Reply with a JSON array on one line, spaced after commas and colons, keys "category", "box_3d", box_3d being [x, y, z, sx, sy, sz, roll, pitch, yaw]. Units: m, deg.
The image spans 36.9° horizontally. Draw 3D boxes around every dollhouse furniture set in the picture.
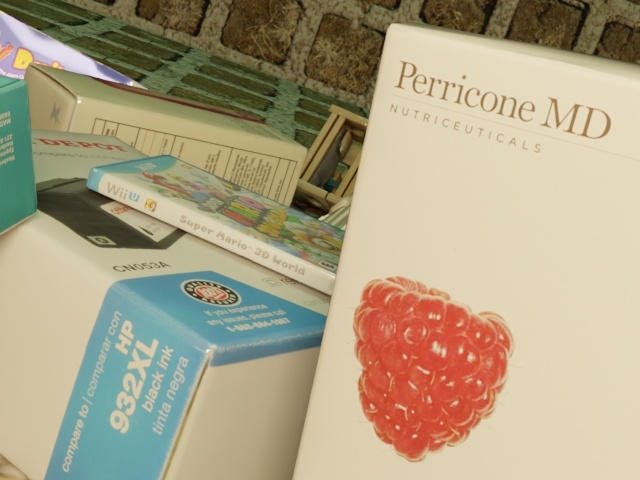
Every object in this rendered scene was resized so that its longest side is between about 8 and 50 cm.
[{"category": "dollhouse furniture set", "box_3d": [0.055, -0.074, 1.353, 0.129, 0.129, 0.183, 26, -14, 19]}]

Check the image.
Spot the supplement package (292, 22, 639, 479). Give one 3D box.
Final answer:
[{"category": "supplement package", "box_3d": [0.111, 0.066, 0.438, 0.177, 0.293, 0.175, 20, 17, 29]}]

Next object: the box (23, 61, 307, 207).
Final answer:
[{"category": "box", "box_3d": [-0.154, -0.054, 0.865, 0.232, 0.148, 0.127, 9, 17, -38]}]

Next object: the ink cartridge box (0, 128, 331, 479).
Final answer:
[{"category": "ink cartridge box", "box_3d": [-0.126, 0.038, 0.606, 0.307, 0.129, 0.223, 29, 17, 30]}]

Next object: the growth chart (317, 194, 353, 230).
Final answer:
[{"category": "growth chart", "box_3d": [0.000, 0.000, 0.793, 0.021, 0.172, 0.237, 53, -23, -6]}]

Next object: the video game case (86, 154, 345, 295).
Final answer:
[{"category": "video game case", "box_3d": [-0.049, -0.014, 0.609, 0.166, 0.015, 0.119, 23, 14, 9]}]

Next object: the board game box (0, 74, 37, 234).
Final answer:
[{"category": "board game box", "box_3d": [-0.346, -0.035, 0.435, 0.336, 0.079, 0.254, 15, 30, 20]}]

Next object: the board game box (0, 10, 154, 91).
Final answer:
[{"category": "board game box", "box_3d": [-0.309, -0.187, 1.095, 0.233, 0.078, 0.347, 27, 2, -14]}]
